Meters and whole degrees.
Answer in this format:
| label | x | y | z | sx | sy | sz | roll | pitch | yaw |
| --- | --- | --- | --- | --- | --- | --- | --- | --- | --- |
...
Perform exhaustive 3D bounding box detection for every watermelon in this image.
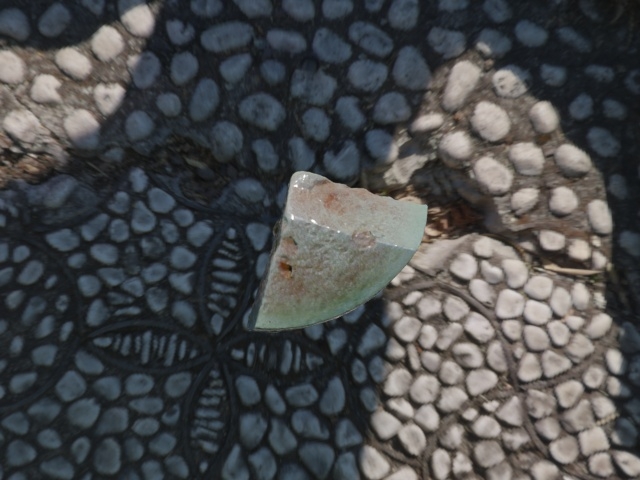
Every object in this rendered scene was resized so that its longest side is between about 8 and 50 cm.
| label | x | y | z | sx | sy | sz | roll | pitch | yaw |
| --- | --- | --- | --- | --- | --- | --- | --- | --- | --- |
| watermelon | 0.000 | 0.000 | 1.569 | 0.387 | 0.228 | 0.258 | -33 | 105 | -15 |
